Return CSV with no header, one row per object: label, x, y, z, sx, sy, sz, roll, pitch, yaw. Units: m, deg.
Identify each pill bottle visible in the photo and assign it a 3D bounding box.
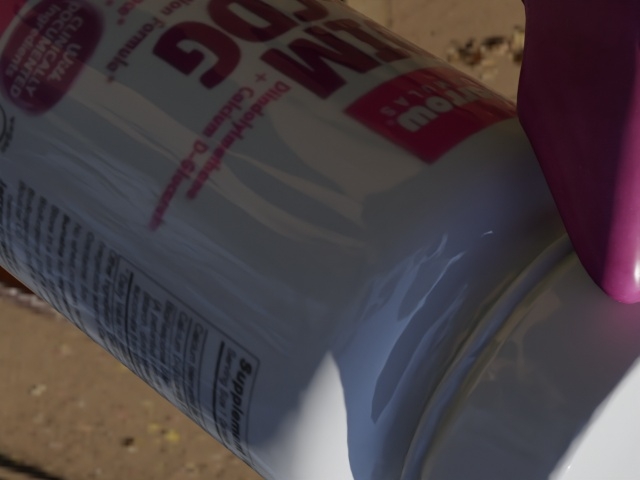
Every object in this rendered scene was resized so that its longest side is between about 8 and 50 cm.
pill bottle,0.000,0.000,0.544,0.283,0.160,0.160,34,166,27

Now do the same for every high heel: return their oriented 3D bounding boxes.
high heel,0.042,-0.093,0.464,0.117,0.244,0.082,-9,165,9
